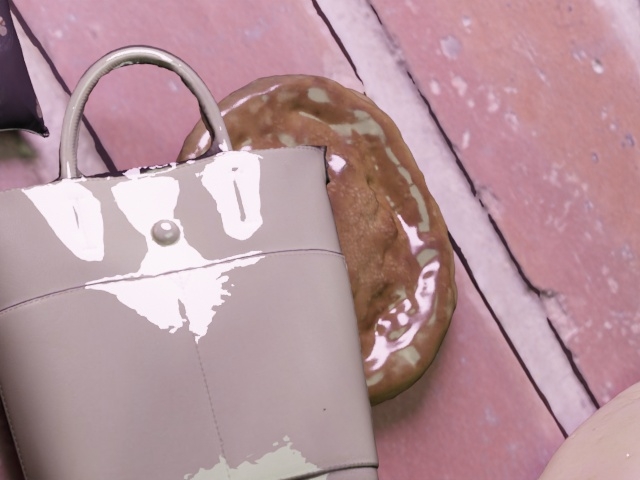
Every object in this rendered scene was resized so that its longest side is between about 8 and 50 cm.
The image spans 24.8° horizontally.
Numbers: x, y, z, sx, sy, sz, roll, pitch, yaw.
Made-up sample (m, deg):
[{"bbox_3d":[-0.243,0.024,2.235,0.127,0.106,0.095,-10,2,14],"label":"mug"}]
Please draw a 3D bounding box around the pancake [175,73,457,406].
[{"bbox_3d":[0.001,-0.001,0.995,0.222,0.042,0.236,11,72,-23],"label":"pancake"}]

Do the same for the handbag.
[{"bbox_3d":[-0.093,0.035,0.906,0.241,0.109,0.315,-10,74,-18],"label":"handbag"}]

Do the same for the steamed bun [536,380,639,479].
[{"bbox_3d":[0.253,0.202,1.025,0.239,0.152,0.170,-44,102,-27],"label":"steamed bun"}]

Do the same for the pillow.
[{"bbox_3d":[-0.224,-0.129,0.894,0.090,0.048,0.150,-14,83,-29],"label":"pillow"}]
